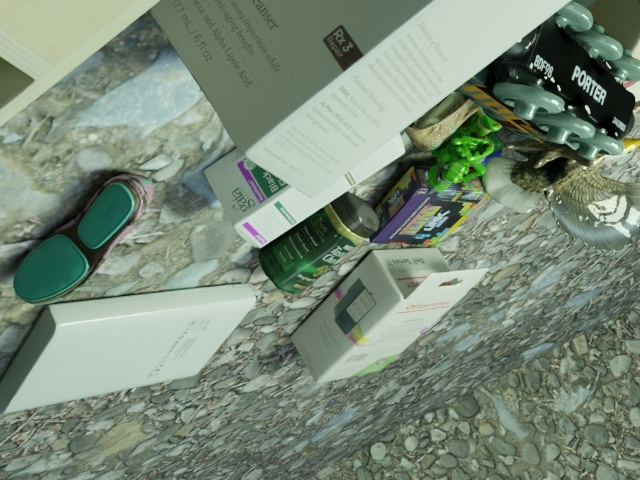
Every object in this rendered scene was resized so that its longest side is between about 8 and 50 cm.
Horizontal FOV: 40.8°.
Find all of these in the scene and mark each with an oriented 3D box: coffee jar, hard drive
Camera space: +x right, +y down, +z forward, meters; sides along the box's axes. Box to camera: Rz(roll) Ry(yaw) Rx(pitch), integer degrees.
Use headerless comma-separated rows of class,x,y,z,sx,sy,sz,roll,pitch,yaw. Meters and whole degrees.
coffee jar,0.000,0.000,1.326,0.184,0.079,0.096,-40,154,16
hard drive,-0.294,0.162,1.329,0.353,0.047,0.233,-5,144,-46

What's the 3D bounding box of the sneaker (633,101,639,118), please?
sneaker,0.598,-0.282,1.530,0.188,0.066,0.071,-28,139,-20

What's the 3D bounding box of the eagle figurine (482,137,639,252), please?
eagle figurine,0.410,-0.117,1.367,0.298,0.225,0.226,29,79,-61

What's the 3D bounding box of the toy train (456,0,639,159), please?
toy train,0.249,-0.193,1.011,0.334,0.190,0.142,16,92,-49

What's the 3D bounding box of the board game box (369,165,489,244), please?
board game box,0.173,-0.053,1.403,0.141,0.048,0.170,0,150,-28

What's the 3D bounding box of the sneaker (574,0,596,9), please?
sneaker,0.327,-0.324,0.994,0.222,0.083,0.118,-25,162,13

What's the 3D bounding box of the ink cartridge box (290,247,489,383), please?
ink cartridge box,0.130,0.122,1.653,0.207,0.119,0.353,-1,143,-47

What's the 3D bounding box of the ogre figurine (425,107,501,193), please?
ogre figurine,0.214,-0.137,1.279,0.097,0.197,0.118,22,150,-13

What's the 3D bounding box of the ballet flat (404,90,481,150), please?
ballet flat,0.195,-0.207,1.187,0.067,0.073,0.206,29,114,-37

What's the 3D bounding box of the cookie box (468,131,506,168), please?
cookie box,0.253,-0.122,1.436,0.107,0.040,0.092,-30,154,-6

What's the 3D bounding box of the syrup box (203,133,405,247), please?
syrup box,-0.020,-0.100,1.099,0.237,0.093,0.096,-33,156,2

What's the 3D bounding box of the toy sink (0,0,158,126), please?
toy sink,-0.215,-0.215,0.594,0.234,0.153,0.131,-35,155,9

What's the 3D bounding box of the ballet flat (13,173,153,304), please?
ballet flat,-0.275,0.000,1.034,0.221,0.077,0.079,-42,173,20

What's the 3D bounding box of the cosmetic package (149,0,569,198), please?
cosmetic package,0.062,-0.245,0.786,0.385,0.217,0.156,-39,154,13

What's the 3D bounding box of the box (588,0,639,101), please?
box,0.412,-0.305,1.149,0.127,0.149,0.232,-22,153,-19
